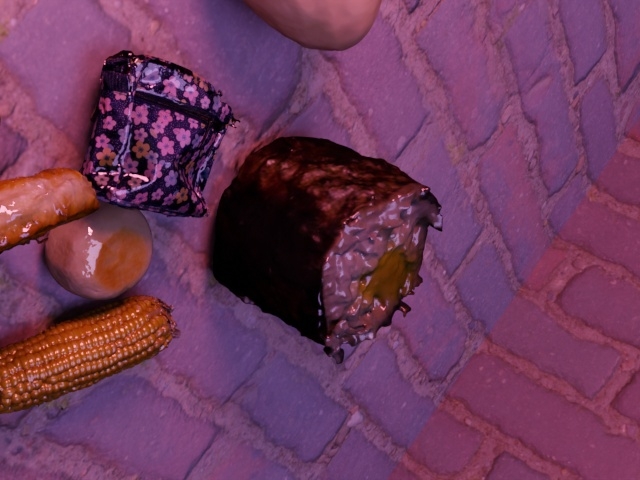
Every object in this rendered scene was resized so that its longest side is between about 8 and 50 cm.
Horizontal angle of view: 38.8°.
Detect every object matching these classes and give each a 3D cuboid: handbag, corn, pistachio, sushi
[{"bbox_3d":[-0.222,-0.140,1.213,0.229,0.127,0.207,14,89,-55],"label":"handbag"},{"bbox_3d":[-0.342,0.159,1.316,0.318,0.115,0.115,-22,132,-43],"label":"corn"},{"bbox_3d":[-0.029,-0.388,1.220,0.230,0.230,0.309,-55,151,-7],"label":"pistachio"},{"bbox_3d":[0.001,0.000,1.472,0.299,0.294,0.281,-40,142,-26],"label":"sushi"}]

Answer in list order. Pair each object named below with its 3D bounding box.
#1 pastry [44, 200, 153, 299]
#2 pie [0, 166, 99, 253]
[{"bbox_3d":[-0.303,0.008,1.262,0.156,0.092,0.156,-33,133,-45],"label":"pastry"},{"bbox_3d":[-0.385,-0.003,0.981,0.315,0.315,0.092,-28,98,-39],"label":"pie"}]
